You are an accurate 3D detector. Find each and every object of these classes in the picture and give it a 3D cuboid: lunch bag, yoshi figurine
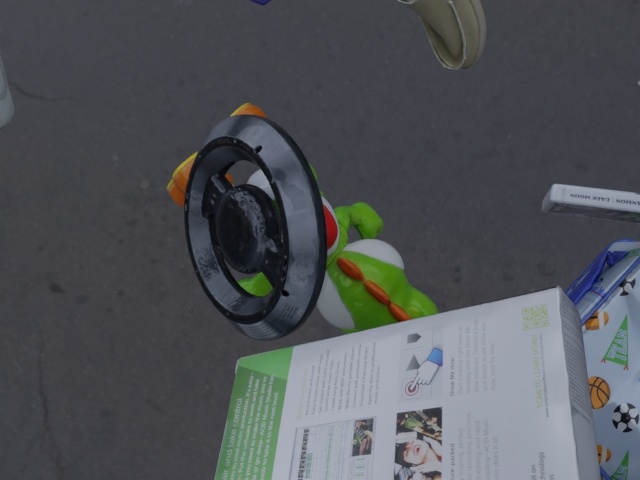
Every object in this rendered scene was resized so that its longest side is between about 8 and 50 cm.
[{"bbox_3d":[0.394,0.147,0.875,0.243,0.115,0.303,45,82,-7],"label":"lunch bag"},{"bbox_3d":[-0.010,0.011,0.862,0.362,0.203,0.203,43,120,0],"label":"yoshi figurine"}]

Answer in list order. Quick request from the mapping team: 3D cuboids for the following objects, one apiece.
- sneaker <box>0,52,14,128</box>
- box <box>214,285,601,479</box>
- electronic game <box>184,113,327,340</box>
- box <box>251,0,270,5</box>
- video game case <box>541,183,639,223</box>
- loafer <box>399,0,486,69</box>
[{"bbox_3d":[-0.235,-0.148,0.354,0.110,0.118,0.292,-30,49,-11],"label":"sneaker"},{"bbox_3d":[0.048,0.178,0.531,0.322,0.058,0.232,-16,47,30],"label":"box"},{"bbox_3d":[-0.072,-0.012,0.684,0.048,0.229,0.229,-9,53,-40],"label":"electronic game"},{"bbox_3d":[-0.060,-0.089,0.071,0.105,0.179,0.043,6,81,61],"label":"box"},{"bbox_3d":[0.335,-0.033,0.735,0.173,0.190,0.022,8,91,16],"label":"video game case"},{"bbox_3d":[0.144,-0.330,0.894,0.092,0.268,0.102,-37,43,-9],"label":"loafer"}]
